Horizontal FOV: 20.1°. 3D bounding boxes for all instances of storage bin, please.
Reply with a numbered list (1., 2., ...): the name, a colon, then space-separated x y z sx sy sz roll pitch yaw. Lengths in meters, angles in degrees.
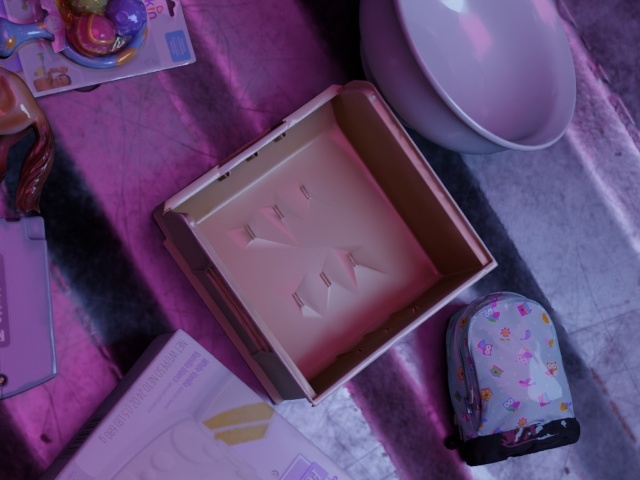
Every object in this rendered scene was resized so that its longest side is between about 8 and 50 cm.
1. storage bin: 0.000 0.000 1.936 0.262 0.123 0.260 -36 95 -20

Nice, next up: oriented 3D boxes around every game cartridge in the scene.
1. game cartridge: -0.418 0.080 1.813 0.297 0.062 0.198 -3 87 -20

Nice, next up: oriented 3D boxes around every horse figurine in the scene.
1. horse figurine: -0.368 -0.139 1.840 0.263 0.066 0.174 37 88 -7

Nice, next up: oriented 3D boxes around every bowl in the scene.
1. bowl: 0.138 -0.211 1.983 0.298 0.134 0.298 25 52 -38

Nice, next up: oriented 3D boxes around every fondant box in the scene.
1. fondant box: -0.108 0.287 1.870 0.330 0.096 0.238 42 71 -11

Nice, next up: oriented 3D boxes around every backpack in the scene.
1. backpack: 0.209 0.148 1.993 0.152 0.115 0.182 -10 83 -18

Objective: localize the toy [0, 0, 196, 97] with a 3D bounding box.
1. toy: -0.252 -0.235 1.916 0.237 0.056 0.137 -15 89 -21
